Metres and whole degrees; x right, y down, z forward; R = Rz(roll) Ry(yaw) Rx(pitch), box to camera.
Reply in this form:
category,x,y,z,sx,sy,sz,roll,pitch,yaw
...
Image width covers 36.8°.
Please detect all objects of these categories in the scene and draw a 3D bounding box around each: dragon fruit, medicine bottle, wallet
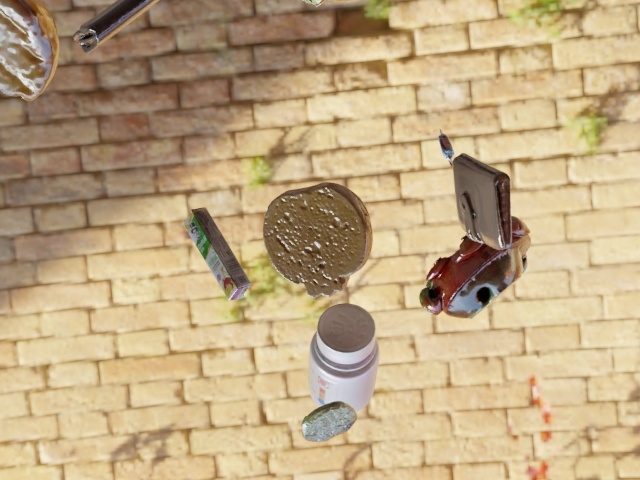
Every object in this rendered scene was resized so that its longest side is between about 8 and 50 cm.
category,x,y,z,sx,sy,sz,roll,pitch,yaw
dragon fruit,0.328,0.064,1.989,0.268,0.130,0.295,-32,166,-36
medicine bottle,0.055,0.285,2.306,0.170,0.170,0.293,-6,144,-6
wallet,0.220,-0.053,1.319,0.039,0.118,0.153,-13,-163,-13
wallet,-0.384,-0.579,2.201,0.406,0.062,0.228,-43,-163,-14

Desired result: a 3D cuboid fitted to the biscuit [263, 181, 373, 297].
category,x,y,z,sx,sy,sz,roll,pitch,yaw
biscuit,0.002,-0.001,1.364,0.170,0.170,0.050,-3,-166,29

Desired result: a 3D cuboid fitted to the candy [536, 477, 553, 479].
category,x,y,z,sx,sy,sz,roll,pitch,yaw
candy,0.382,0.500,1.531,0.084,0.287,0.078,-17,-158,5

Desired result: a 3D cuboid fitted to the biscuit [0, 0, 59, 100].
category,x,y,z,sx,sy,sz,roll,pitch,yaw
biscuit,-0.531,-0.335,1.496,0.274,0.091,0.213,31,122,-30

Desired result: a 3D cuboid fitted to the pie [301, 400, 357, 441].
category,x,y,z,sx,sy,sz,roll,pitch,yaw
pie,0.011,0.256,1.352,0.085,0.085,0.017,-6,-135,-12

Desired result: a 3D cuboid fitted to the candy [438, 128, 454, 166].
category,x,y,z,sx,sy,sz,roll,pitch,yaw
candy,0.218,-0.160,1.661,0.020,0.030,0.083,-17,-134,7

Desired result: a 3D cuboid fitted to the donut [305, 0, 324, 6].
category,x,y,z,sx,sy,sz,roll,pitch,yaw
donut,0.027,-0.543,1.885,0.065,0.108,0.166,31,-121,25

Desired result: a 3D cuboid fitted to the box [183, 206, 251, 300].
category,x,y,z,sx,sy,sz,roll,pitch,yaw
box,-0.214,0.026,1.993,0.041,0.207,0.050,-17,156,-40
